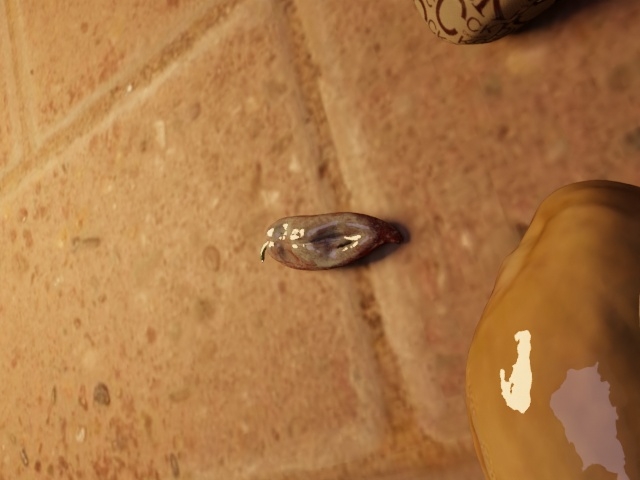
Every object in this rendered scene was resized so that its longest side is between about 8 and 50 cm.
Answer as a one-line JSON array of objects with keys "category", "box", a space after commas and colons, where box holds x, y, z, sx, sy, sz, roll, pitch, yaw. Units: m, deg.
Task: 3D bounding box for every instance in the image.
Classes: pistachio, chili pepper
[{"category": "pistachio", "box": [0.179, 0.105, 0.389, 0.181, 0.162, 0.293, -11, 74, 0]}, {"category": "chili pepper", "box": [-0.001, 0.001, 0.611, 0.153, 0.041, 0.050, -2, 127, 38]}]

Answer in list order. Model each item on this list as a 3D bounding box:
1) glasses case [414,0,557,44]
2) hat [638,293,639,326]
[{"category": "glasses case", "box": [0.166, -0.251, 0.407, 0.355, 0.085, 0.137, -33, 73, 59]}, {"category": "hat", "box": [0.261, 0.023, 0.245, 0.245, 0.149, 0.214, -43, 67, 52]}]
